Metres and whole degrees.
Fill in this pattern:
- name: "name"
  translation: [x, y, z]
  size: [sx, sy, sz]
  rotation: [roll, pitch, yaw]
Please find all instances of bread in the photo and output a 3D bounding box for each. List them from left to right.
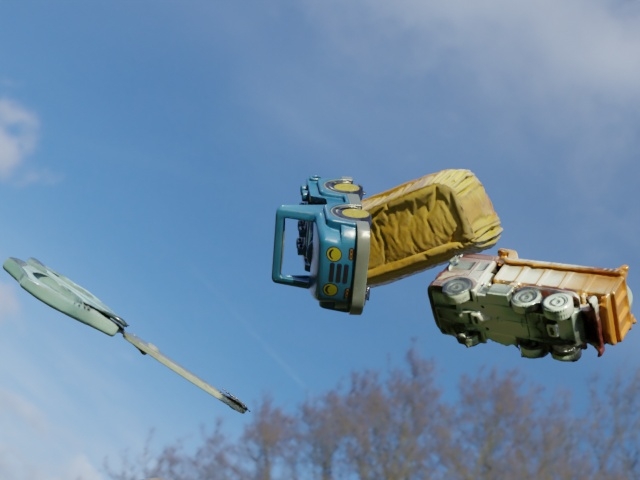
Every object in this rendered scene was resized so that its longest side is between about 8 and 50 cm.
- name: "bread"
  translation: [0.143, -0.014, 1.790]
  size: [0.288, 0.119, 0.153]
  rotation: [-21, -84, 29]

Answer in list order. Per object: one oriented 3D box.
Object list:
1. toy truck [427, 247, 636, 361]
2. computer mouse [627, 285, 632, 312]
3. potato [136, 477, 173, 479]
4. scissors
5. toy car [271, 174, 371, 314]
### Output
- name: "toy truck"
  translation: [0.294, 0.086, 1.527]
  size: [0.270, 0.135, 0.114]
  rotation: [7, -54, 35]
- name: "computer mouse"
  translation: [0.572, 0.144, 2.105]
  size: [0.056, 0.181, 0.089]
  rotation: [28, -57, 13]
- name: "potato"
  translation: [-0.199, 0.364, 1.319]
  size: [0.203, 0.178, 0.158]
  rotation: [48, -20, 43]
- name: "scissors"
  translation: [-0.241, 0.121, 1.387]
  size: [0.360, 0.029, 0.191]
  rotation: [31, -2, 2]
- name: "toy car"
  translation: [0.000, 0.000, 1.118]
  size: [0.191, 0.100, 0.097]
  rotation: [-105, -162, -68]
